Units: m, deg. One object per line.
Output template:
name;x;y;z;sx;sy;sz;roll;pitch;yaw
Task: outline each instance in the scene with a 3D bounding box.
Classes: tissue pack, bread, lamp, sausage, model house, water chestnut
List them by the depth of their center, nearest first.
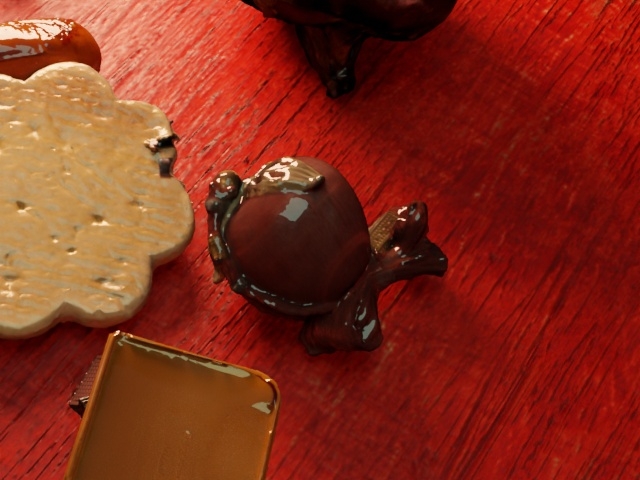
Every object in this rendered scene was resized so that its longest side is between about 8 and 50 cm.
tissue pack;-0.129;0.230;1.088;0.145;0.274;0.194;13;54;-4
model house;-0.197;0.144;1.270;0.058;0.057;0.083;25;56;1
lamp;-0.008;-0.001;1.369;0.215;0.151;0.223;-49;119;-28
bread;-0.273;-0.039;1.372;0.316;0.054;0.316;5;62;-10
sausage;-0.317;-0.188;1.462;0.179;0.089;0.089;-14;59;-23
water chestnut;0.024;-0.302;1.536;0.300;0.300;0.300;5;54;-8
